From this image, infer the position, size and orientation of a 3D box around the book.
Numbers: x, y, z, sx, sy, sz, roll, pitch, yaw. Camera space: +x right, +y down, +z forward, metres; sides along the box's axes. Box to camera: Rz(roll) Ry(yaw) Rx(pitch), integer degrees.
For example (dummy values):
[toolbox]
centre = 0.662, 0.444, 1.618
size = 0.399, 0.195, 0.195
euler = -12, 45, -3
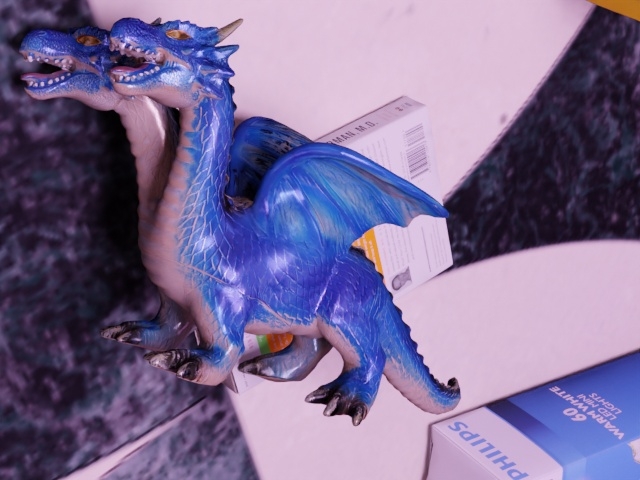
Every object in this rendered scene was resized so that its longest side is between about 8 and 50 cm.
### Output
[book]
centre = 0.000, 0.000, 0.687
size = 0.144, 0.035, 0.096
euler = -27, 124, -25

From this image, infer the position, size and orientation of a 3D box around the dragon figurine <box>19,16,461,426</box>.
[dragon figurine]
centre = -0.005, -0.003, 0.610
size = 0.289, 0.085, 0.144
euler = 20, 90, -34

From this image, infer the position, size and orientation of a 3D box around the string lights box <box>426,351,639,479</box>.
[string lights box]
centre = 0.185, 0.155, 0.892
size = 0.259, 0.077, 0.133
euler = -15, 123, -33

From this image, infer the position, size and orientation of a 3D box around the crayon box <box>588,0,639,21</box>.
[crayon box]
centre = 0.144, -0.212, 0.592
size = 0.081, 0.165, 0.278
euler = -43, 134, -12
